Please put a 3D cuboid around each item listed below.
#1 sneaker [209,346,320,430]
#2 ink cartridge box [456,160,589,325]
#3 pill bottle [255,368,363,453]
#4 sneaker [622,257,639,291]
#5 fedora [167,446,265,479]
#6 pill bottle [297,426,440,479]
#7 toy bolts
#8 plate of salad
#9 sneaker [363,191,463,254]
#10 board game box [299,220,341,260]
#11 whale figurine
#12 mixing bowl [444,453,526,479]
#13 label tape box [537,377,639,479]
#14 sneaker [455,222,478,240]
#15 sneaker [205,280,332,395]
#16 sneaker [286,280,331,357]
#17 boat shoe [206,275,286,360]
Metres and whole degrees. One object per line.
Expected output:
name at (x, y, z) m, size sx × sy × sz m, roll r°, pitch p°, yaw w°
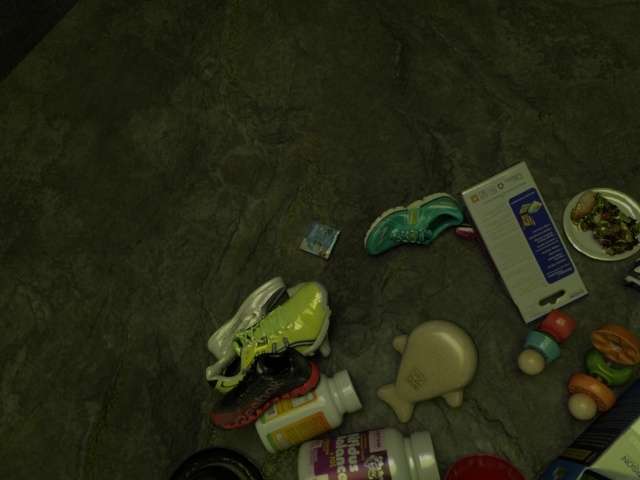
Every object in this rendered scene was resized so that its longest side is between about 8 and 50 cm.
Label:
sneaker at (-0.143, 0.332, 1.187) m, size 0.276 × 0.135 × 0.098 m, roll -28°, pitch 34°, yaw -1°
ink cartridge box at (0.502, 0.007, 1.292) m, size 0.175 × 0.069 × 0.371 m, roll -26°, pitch 89°, yaw 1°
pill bottle at (-0.028, 0.406, 1.256) m, size 0.245 × 0.136 × 0.137 m, roll -24°, pitch 68°, yaw 2°
sneaker at (0.787, 0.119, 1.196) m, size 0.153 × 0.094 × 0.235 m, roll -17°, pitch 48°, yaw 41°
fedora at (-0.277, 0.662, 1.208) m, size 0.333 × 0.152 × 0.334 m, roll -4°, pitch 71°, yaw 10°
pill bottle at (0.112, 0.518, 1.171) m, size 0.301 × 0.169 × 0.169 m, roll -13°, pitch 69°, yaw 7°
toy bolts at (0.562, 0.271, 1.151) m, size 0.228 × 0.218 × 0.158 m, roll 35°, pitch 67°, yaw 27°
plate of salad at (0.724, -0.046, 1.312) m, size 0.199 × 0.048 × 0.200 m, roll -4°, pitch 70°, yaw 10°
sneaker at (0.243, -0.036, 1.359) m, size 0.275 × 0.107 × 0.110 m, roll -26°, pitch 44°, yaw 2°
board game box at (0.000, 0.000, 1.458) m, size 0.090 × 0.020 × 0.090 m, roll 20°, pitch 76°, yaw 19°
whale figurine at (0.261, 0.312, 1.253) m, size 0.216 × 0.141 × 0.272 m, roll 43°, pitch 108°, yaw 22°
mixing bowl at (0.360, 0.571, 1.123) m, size 0.181 × 0.098 × 0.181 m, roll -8°, pitch 36°, yaw 6°
label tape box at (0.624, 0.424, 1.056) m, size 0.347 × 0.249 × 0.115 m, roll -43°, pitch 68°, yaw -5°
sneaker at (0.440, -0.045, 1.363) m, size 0.170 × 0.063 × 0.075 m, roll -3°, pitch 70°, yaw 5°
sneaker at (-0.123, 0.252, 1.266) m, size 0.385 × 0.147 × 0.145 m, roll -50°, pitch 48°, yaw 9°
sneaker at (-0.008, 0.200, 1.364) m, size 0.094 × 0.080 × 0.212 m, roll -24°, pitch 66°, yaw -10°
boat shoe at (-0.178, 0.218, 1.380) m, size 0.277 × 0.098 × 0.096 m, roll -47°, pitch 69°, yaw 3°
